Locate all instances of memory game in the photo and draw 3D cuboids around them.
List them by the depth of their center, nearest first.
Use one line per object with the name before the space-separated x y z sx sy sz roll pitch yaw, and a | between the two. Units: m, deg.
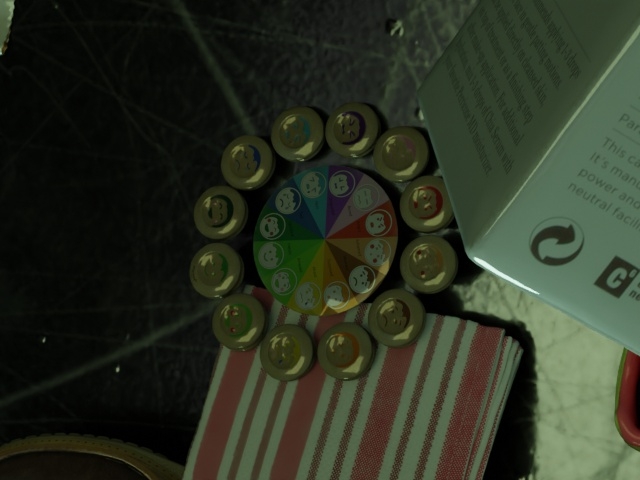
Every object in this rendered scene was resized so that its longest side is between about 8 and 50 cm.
memory game | 0.000 0.000 1.178 0.186 0.012 0.186 -5 75 20

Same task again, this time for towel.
towel | 0.017 0.109 1.164 0.197 0.029 0.144 9 68 24

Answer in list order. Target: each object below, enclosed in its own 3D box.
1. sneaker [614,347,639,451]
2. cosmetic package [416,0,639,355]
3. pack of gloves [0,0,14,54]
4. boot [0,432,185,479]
sneaker | 0.226 0.036 1.067 0.081 0.094 0.208 22 99 22
cosmetic package | 0.247 -0.176 0.941 0.161 0.230 0.453 29 111 -17
pack of gloves | -0.333 -0.133 1.317 0.232 0.046 0.195 11 98 21
boot | -0.131 0.240 1.180 0.248 0.090 0.207 12 61 16
